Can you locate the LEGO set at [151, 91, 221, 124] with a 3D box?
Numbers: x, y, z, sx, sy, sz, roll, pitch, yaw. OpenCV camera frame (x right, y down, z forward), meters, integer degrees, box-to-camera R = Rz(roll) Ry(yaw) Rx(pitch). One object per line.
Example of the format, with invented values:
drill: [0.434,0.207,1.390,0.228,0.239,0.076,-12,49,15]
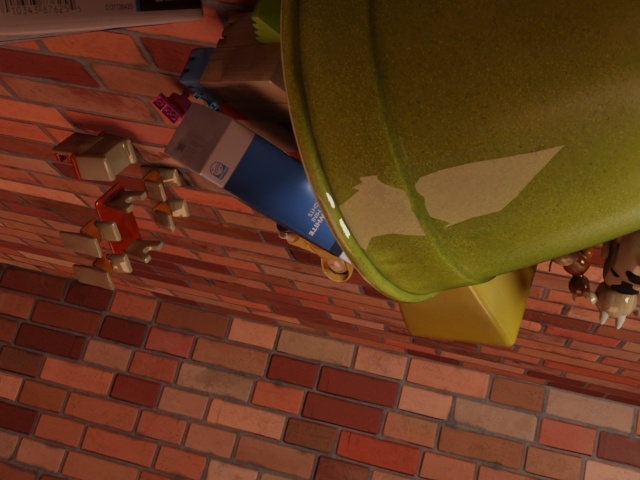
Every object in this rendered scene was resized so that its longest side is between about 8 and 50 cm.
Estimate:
LEGO set: [-0.135,-0.174,1.267,0.227,0.093,0.087,45,120,-7]

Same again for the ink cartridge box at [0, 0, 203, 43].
ink cartridge box: [-0.348,-0.260,0.937,0.307,0.072,0.303,5,-161,32]

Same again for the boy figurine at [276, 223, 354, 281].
boy figurine: [0.000,0.000,1.700,0.177,0.092,0.285,5,157,22]

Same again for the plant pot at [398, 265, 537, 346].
plant pot: [0.245,0.041,1.457,0.212,0.212,0.187,3,146,36]

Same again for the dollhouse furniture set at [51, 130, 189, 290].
dollhouse furniture set: [-0.404,-0.076,1.579,0.135,0.262,0.259,9,128,27]

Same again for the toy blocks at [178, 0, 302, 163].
toy blocks: [-0.026,-0.176,1.068,0.381,0.190,0.261,31,168,-40]

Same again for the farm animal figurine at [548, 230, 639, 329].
farm animal figurine: [0.508,0.052,1.281,0.330,0.172,0.327,7,161,25]

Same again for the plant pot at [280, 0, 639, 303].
plant pot: [0.214,-0.147,0.683,0.353,0.366,0.366,-9,153,30]

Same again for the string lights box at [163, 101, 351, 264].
string lights box: [-0.051,-0.064,1.009,0.260,0.077,0.133,30,180,-33]
